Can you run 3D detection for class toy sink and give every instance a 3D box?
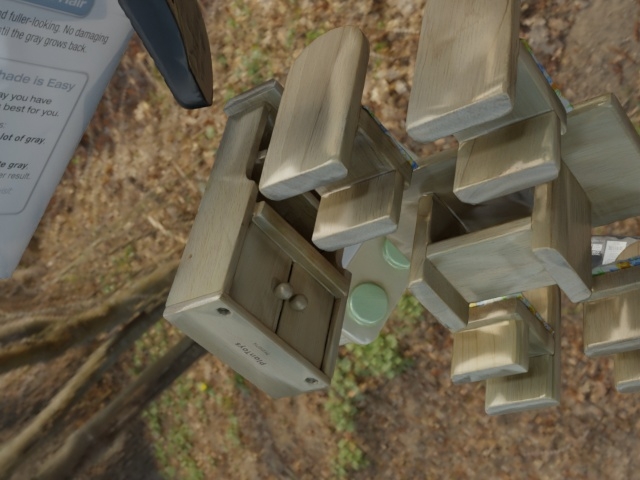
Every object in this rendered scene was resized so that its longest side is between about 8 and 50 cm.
[{"bbox_3d":[0.000,0.000,0.761,0.152,0.131,0.234,36,163,-8],"label":"toy sink"}]

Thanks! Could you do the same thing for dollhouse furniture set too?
[{"bbox_3d":[0.052,-0.027,0.476,0.242,0.161,0.212,-18,134,34],"label":"dollhouse furniture set"}]

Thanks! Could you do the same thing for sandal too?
[{"bbox_3d":[-0.058,-0.116,0.298,0.040,0.067,0.179,-10,147,10],"label":"sandal"}]

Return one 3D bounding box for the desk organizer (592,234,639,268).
[{"bbox_3d":[0.269,0.026,0.696,0.050,0.047,0.130,22,167,-39],"label":"desk organizer"}]

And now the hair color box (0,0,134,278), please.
[{"bbox_3d":[-0.210,-0.151,0.514,0.113,0.185,0.375,41,111,24],"label":"hair color box"}]
